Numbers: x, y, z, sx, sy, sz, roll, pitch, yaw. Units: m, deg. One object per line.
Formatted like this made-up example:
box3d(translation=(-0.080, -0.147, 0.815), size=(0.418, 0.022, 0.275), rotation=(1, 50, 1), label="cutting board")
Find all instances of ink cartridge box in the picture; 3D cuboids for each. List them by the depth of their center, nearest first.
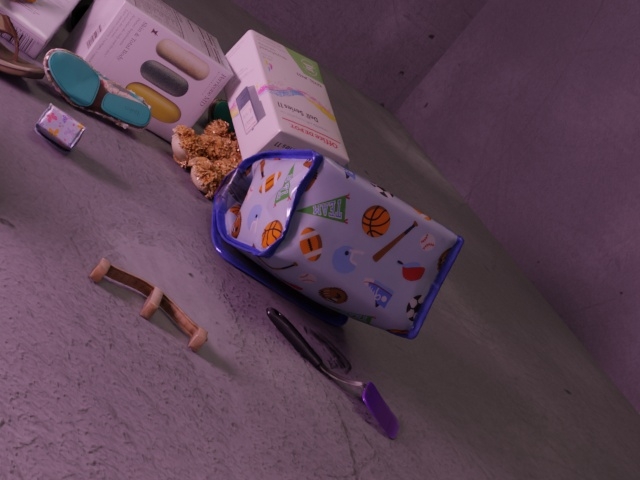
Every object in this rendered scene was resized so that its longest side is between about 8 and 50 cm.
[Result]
box3d(translation=(-0.615, -0.549, 2.003), size=(0.324, 0.071, 0.330), rotation=(35, 40, -16), label="ink cartridge box")
box3d(translation=(-0.069, -0.237, 2.106), size=(0.207, 0.119, 0.354), rotation=(18, 44, -43), label="ink cartridge box")

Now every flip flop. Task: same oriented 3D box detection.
box3d(translation=(-0.585, -0.375, 1.791), size=(0.277, 0.080, 0.112), rotation=(44, 16, 12), label="flip flop")

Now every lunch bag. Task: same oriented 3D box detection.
box3d(translation=(-0.424, -0.179, 1.680), size=(0.071, 0.053, 0.083), rotation=(36, -9, -14), label="lunch bag")
box3d(translation=(0.000, 0.000, 1.820), size=(0.327, 0.239, 0.385), rotation=(32, -5, -24), label="lunch bag")

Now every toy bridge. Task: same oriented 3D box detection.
box3d(translation=(-0.234, 0.086, 1.441), size=(0.188, 0.026, 0.063), rotation=(37, 15, -13), label="toy bridge")

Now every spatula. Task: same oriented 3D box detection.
box3d(translation=(0.021, 0.212, 1.682), size=(0.296, 0.030, 0.084), rotation=(40, 18, 0), label="spatula")

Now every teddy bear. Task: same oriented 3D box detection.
box3d(translation=(-0.163, -0.144, 2.089), size=(0.338, 0.113, 0.245), rotation=(27, 23, -40), label="teddy bear")

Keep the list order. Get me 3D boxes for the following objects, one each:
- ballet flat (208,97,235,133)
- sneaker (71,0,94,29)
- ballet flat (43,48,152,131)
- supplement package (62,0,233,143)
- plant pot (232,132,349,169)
box3d(translation=(-0.212, -0.280, 2.441), size=(0.079, 0.077, 0.221), rotation=(29, 1, 36), label="ballet flat")
box3d(translation=(-0.433, -0.441, 2.303), size=(0.295, 0.105, 0.147), rotation=(31, 19, -12), label="sneaker")
box3d(translation=(-0.424, -0.273, 1.926), size=(0.241, 0.091, 0.077), rotation=(35, -14, -34), label="ballet flat")
box3d(translation=(-0.352, -0.367, 2.089), size=(0.262, 0.199, 0.198), rotation=(31, 18, -31), label="supplement package")
box3d(translation=(-0.058, -0.197, 2.344), size=(0.234, 0.165, 0.165), rotation=(49, 30, 2), label="plant pot")
